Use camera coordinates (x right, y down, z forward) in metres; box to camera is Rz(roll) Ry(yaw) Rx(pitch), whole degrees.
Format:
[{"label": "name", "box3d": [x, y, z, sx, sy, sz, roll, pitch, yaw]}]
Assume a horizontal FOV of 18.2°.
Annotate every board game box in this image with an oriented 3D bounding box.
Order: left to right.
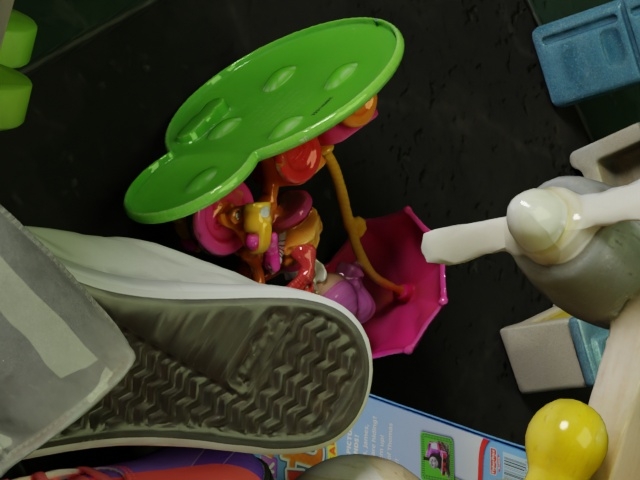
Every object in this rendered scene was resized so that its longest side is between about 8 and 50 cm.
[{"label": "board game box", "box3d": [0.026, 0.163, 1.028, 0.211, 0.039, 0.160, 23, 64, -40]}]

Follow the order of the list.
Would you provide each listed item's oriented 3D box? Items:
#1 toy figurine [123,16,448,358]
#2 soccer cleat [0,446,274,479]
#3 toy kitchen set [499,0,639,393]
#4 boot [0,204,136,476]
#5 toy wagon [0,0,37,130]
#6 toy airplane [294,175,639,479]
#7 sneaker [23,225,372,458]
[{"label": "toy figurine", "box3d": [0.000, 0.000, 1.005, 0.173, 0.130, 0.159, -46, 121, -34]}, {"label": "soccer cleat", "box3d": [-0.140, 0.145, 0.824, 0.318, 0.109, 0.116, -34, 101, -42]}, {"label": "toy kitchen set", "box3d": [0.175, -0.035, 1.173, 0.166, 0.122, 0.207, -20, 93, -46]}, {"label": "boot", "box3d": [-0.202, 0.019, 0.764, 0.208, 0.190, 0.076, 57, 8, -25]}, {"label": "toy wagon", "box3d": [-0.119, -0.181, 0.780, 0.068, 0.344, 0.267, 13, 105, -11]}, {"label": "toy airplane", "box3d": [0.112, 0.165, 0.935, 0.386, 0.272, 0.384, -59, 158, -46]}, {"label": "sneaker", "box3d": [-0.131, 0.044, 0.882, 0.290, 0.123, 0.105, 12, 92, -22]}]
